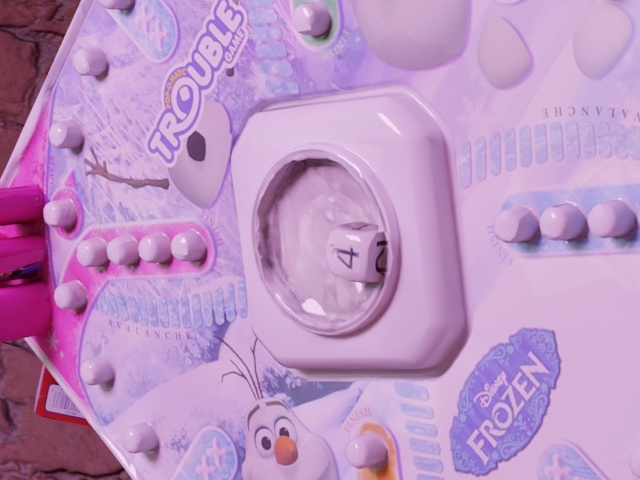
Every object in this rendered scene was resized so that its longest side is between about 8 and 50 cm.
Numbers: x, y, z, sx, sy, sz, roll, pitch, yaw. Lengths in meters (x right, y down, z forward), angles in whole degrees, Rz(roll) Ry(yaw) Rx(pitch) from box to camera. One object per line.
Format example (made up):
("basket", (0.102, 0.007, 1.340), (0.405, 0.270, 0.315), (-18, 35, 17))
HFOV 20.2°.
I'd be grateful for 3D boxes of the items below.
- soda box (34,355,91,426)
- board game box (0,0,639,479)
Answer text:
("soda box", (-0.020, 0.079, 1.001), (0.092, 0.263, 0.083), (-157, 79, -86))
("board game box", (0.000, 0.000, 0.773), (0.390, 0.050, 0.390), (48, 126, 26))
